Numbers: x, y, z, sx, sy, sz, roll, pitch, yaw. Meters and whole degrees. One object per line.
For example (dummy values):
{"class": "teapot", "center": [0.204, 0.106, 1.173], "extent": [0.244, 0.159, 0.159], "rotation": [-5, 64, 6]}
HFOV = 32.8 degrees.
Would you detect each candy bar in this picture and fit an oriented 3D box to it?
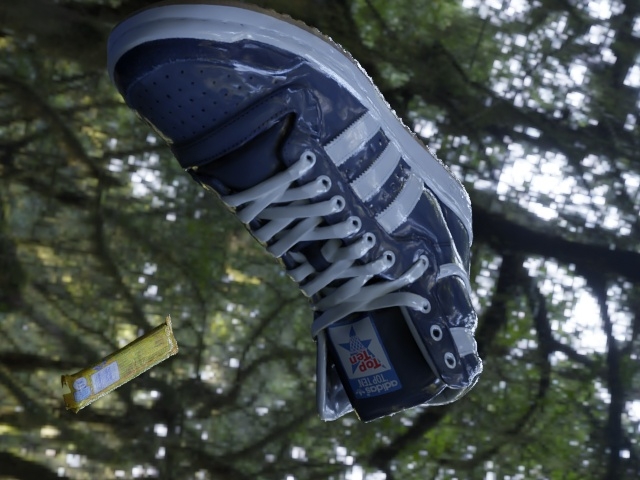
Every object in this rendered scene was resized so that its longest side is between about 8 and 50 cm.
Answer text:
{"class": "candy bar", "center": [-0.188, 0.117, 1.040], "extent": [0.018, 0.161, 0.040], "rotation": [0, -73, 33]}

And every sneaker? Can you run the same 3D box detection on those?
{"class": "sneaker", "center": [0.000, 0.000, 0.568], "extent": [0.099, 0.282, 0.153], "rotation": [-20, -124, 31]}
